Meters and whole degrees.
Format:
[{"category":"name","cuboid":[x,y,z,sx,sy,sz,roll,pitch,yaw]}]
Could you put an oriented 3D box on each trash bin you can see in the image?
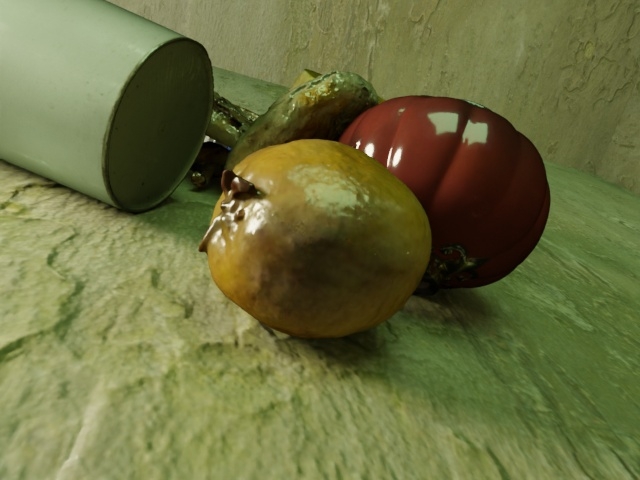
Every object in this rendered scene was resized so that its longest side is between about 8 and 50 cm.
[{"category":"trash bin","cuboid":[-0.394,-0.232,0.837,0.432,0.280,0.280,24,20,12]}]

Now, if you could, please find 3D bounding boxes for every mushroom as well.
[{"category":"mushroom","cuboid":[-0.190,-0.132,1.028,0.088,0.072,0.129,13,19,-1]}]

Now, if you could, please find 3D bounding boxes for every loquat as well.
[{"category":"loquat","cuboid":[0.000,0.000,0.629,0.238,0.193,0.238,23,31,-14]}]

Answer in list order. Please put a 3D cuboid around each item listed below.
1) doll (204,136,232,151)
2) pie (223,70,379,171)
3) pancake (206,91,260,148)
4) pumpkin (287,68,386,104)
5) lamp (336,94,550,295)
[{"category":"doll","cuboid":[-0.176,-0.213,1.309,0.227,0.057,0.114,1,28,-44]},{"category":"pie","cuboid":[-0.025,-0.129,0.880,0.055,0.274,0.274,50,31,21]},{"category":"pancake","cuboid":[-0.116,-0.192,1.131,0.382,0.071,0.382,31,11,-6]},{"category":"pumpkin","cuboid":[0.040,-0.360,1.710,0.332,0.199,0.332,13,21,-5]},{"category":"lamp","cuboid":[0.154,-0.062,0.823,0.303,0.257,0.303,24,-19,9]}]
